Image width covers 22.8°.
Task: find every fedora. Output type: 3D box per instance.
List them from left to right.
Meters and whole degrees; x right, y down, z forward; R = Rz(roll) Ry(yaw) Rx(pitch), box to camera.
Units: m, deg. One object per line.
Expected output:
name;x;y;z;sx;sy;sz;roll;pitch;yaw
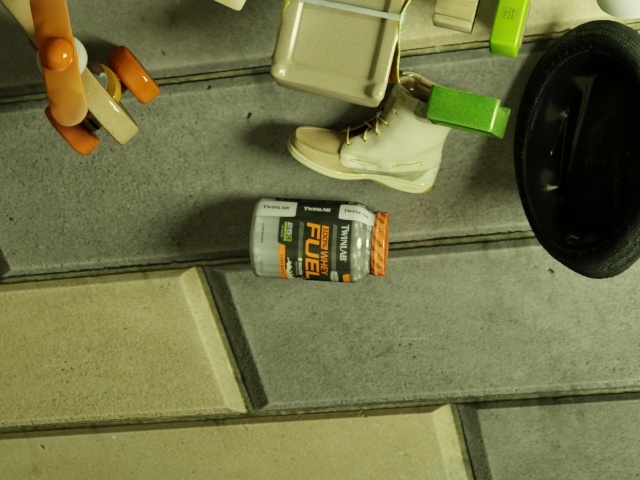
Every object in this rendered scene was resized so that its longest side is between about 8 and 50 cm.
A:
fedora;0.392;-0.119;2.035;0.152;0.334;0.334;-6;140;-32

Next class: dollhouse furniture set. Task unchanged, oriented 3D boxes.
dollhouse furniture set;0.103;-0.259;1.999;0.301;0.151;0.198;14;94;9

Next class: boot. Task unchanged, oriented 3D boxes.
boot;0.074;-0.155;2.130;0.213;0.077;0.165;13;133;-9

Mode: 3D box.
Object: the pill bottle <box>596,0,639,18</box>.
pill bottle;0.341;-0.405;1.809;0.161;0.161;0.283;-14;128;20

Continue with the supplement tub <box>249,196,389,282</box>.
supplement tub;0.000;0.000;2.252;0.190;0.117;0.117;3;131;7

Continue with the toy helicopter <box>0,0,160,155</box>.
toy helicopter;-0.358;-0.264;2.024;0.140;0.235;0.355;-39;101;2

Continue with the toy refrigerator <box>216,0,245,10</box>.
toy refrigerator;-0.199;-0.391;1.949;0.269;0.102;0.094;23;131;-12
